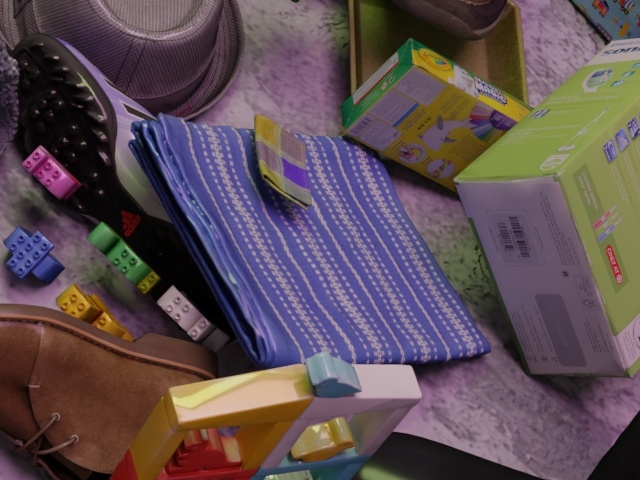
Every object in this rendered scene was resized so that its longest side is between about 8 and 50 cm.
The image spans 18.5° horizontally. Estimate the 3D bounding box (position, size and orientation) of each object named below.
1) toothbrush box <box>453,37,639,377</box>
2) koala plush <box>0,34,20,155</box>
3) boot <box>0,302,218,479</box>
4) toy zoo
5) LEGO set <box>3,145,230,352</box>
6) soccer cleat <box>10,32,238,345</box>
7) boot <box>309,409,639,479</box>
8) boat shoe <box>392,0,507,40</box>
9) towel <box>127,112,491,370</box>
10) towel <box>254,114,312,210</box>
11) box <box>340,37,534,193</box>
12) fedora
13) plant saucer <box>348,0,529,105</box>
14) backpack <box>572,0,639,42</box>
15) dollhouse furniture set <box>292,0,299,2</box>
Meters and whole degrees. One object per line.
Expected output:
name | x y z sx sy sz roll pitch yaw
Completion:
toothbrush box | 0.272 -0.036 1.779 0.283 0.122 0.206 -40 117 -38
koala plush | -0.366 -0.104 1.547 0.196 0.203 0.221 36 62 3
boot | -0.209 0.123 1.489 0.305 0.112 0.115 13 63 -32
toy zoo | -0.052 0.159 1.429 0.192 0.293 0.030 -3 59 -27
LEGO set | -0.186 0.024 1.572 0.227 0.093 0.087 44 89 11
soccer cleat | -0.144 -0.052 1.669 0.318 0.108 0.116 49 38 10
boot | 0.229 0.159 1.464 0.367 0.445 0.146 27 50 -6
boat shoe | 0.149 -0.319 1.923 0.132 0.130 0.355 23 34 -2
towel | 0.000 0.000 1.651 0.336 0.040 0.243 1 54 -54
towel | -0.031 -0.067 1.645 0.060 0.009 0.083 35 31 -30
box | 0.119 -0.105 1.800 0.179 0.105 0.043 28 37 -29
fedora | -0.167 -0.235 1.763 0.243 0.124 0.275 19 51 -13
plant saucer | 0.106 -0.171 1.903 0.188 0.045 0.188 12 53 -18
backpack | 0.349 -0.296 2.026 0.117 0.173 0.158 -24 71 -36
dollhouse furniture set | -0.019 -0.375 1.835 0.197 0.151 0.301 41 24 -7
